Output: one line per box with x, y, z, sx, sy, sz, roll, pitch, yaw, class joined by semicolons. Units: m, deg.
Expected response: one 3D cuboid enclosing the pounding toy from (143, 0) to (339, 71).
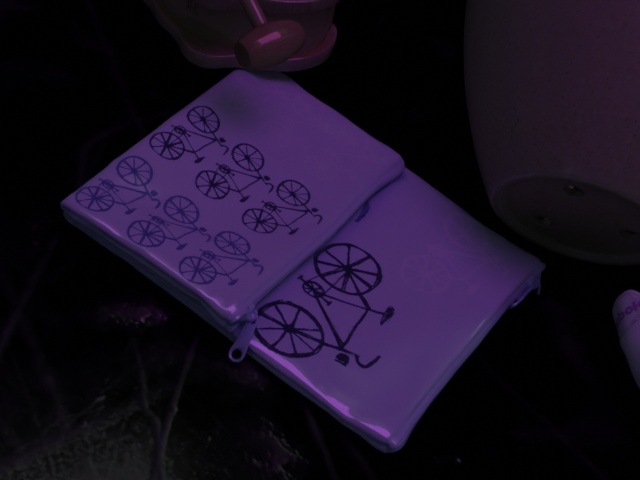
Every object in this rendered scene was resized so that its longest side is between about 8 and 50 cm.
-0.060;-0.253;1.486;0.154;0.154;0.269;-14;46;-28;pounding toy

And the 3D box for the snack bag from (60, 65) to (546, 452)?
0.000;0.000;1.385;0.342;0.037;0.323;37;40;9;snack bag

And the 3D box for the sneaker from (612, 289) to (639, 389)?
0.397;0.081;1.469;0.305;0.114;0.152;-2;50;-32;sneaker

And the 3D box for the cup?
0.265;-0.119;1.486;0.331;0.331;0.237;23;68;-7;cup
